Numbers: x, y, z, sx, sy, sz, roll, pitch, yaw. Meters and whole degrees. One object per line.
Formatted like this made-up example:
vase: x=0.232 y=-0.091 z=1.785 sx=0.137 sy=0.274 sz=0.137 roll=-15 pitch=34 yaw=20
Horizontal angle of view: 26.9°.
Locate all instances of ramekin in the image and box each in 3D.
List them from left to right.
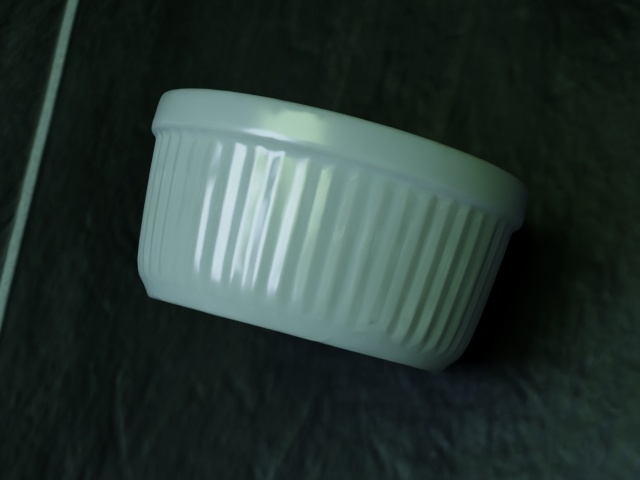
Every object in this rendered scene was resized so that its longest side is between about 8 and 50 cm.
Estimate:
ramekin: x=0.000 y=0.000 z=0.724 sx=0.207 sy=0.207 sz=0.109 roll=11 pitch=85 yaw=34
